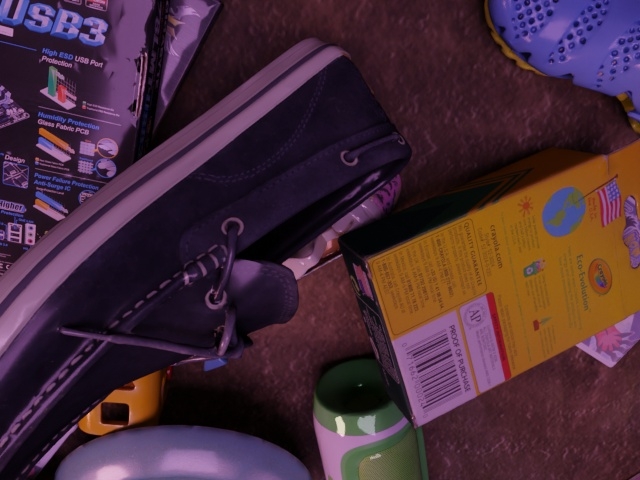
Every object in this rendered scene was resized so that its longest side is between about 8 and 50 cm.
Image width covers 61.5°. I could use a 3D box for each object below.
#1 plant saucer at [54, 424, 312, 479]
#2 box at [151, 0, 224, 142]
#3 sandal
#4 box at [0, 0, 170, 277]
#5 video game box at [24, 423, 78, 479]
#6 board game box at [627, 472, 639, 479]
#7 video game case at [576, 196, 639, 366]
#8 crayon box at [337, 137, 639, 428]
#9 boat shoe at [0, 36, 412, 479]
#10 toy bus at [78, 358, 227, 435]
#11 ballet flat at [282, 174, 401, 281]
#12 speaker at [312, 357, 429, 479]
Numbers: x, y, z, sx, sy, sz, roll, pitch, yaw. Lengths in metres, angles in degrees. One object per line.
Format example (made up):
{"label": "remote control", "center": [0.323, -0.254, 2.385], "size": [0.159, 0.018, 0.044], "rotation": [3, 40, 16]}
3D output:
{"label": "plant saucer", "center": [-0.167, 0.331, 0.666], "size": [0.318, 0.043, 0.317], "rotation": [-1, 130, -2]}
{"label": "box", "center": [-0.227, -0.171, 0.508], "size": [0.183, 0.056, 0.231], "rotation": [30, 106, -15]}
{"label": "sandal", "center": [0.305, -0.181, 0.513], "size": [0.318, 0.138, 0.126], "rotation": [23, 110, -12]}
{"label": "box", "center": [-0.299, -0.105, 0.459], "size": [0.296, 0.073, 0.293], "rotation": [11, 111, -9]}
{"label": "video game box", "center": [-0.426, 0.225, 0.651], "size": [0.205, 0.048, 0.187], "rotation": [37, 102, -17]}
{"label": "board game box", "center": [0.487, 0.446, 0.679], "size": [0.319, 0.318, 0.066], "rotation": [-39, 110, 10]}
{"label": "video game case", "center": [0.351, 0.045, 0.666], "size": [0.201, 0.023, 0.183], "rotation": [31, 106, -16]}
{"label": "crayon box", "center": [0.198, 0.034, 0.569], "size": [0.319, 0.081, 0.202], "rotation": [-22, 111, -11]}
{"label": "boat shoe", "center": [-0.097, 0.029, 0.427], "size": [0.156, 0.187, 0.500], "rotation": [42, 65, 1]}
{"label": "toy bus", "center": [-0.217, 0.118, 0.597], "size": [0.191, 0.104, 0.202], "rotation": [-37, 111, 9]}
{"label": "ballet flat", "center": [0.000, 0.000, 0.585], "size": [0.222, 0.079, 0.077], "rotation": [-34, 110, 8]}
{"label": "speaker", "center": [0.071, 0.303, 0.687], "size": [0.131, 0.131, 0.296], "rotation": [-11, 112, -1]}
